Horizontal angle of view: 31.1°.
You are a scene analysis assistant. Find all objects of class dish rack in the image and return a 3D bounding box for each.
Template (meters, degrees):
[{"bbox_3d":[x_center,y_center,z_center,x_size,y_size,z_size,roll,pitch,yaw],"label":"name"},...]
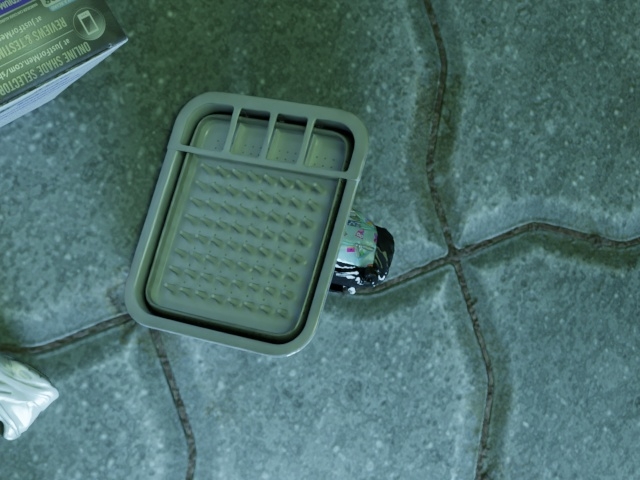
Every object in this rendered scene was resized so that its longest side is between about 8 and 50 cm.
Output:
[{"bbox_3d":[-0.090,-0.020,1.514,0.072,0.285,0.333,42,62,-64],"label":"dish rack"}]

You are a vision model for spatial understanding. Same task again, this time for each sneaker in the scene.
[{"bbox_3d":[-0.437,0.166,1.392,0.232,0.090,0.115,37,75,-19],"label":"sneaker"}]

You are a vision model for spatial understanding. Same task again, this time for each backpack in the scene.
[{"bbox_3d":[0.000,0.000,1.604,0.182,0.152,0.115,19,72,-12],"label":"backpack"}]

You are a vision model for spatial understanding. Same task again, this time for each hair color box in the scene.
[{"bbox_3d":[-0.365,-0.196,1.309,0.185,0.339,0.110,-34,102,-25],"label":"hair color box"}]
